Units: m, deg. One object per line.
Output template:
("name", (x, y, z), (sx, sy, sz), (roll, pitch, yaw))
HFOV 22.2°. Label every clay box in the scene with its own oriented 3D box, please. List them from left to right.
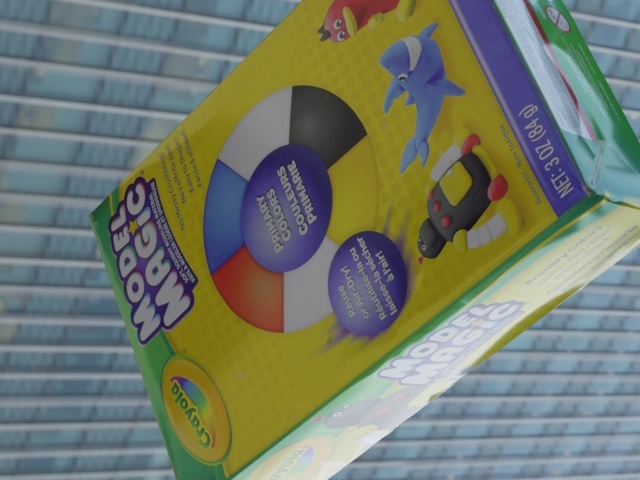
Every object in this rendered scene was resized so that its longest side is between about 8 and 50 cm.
("clay box", (0.000, 0.000, 0.555), (0.222, 0.053, 0.127), (-41, -123, 31))
